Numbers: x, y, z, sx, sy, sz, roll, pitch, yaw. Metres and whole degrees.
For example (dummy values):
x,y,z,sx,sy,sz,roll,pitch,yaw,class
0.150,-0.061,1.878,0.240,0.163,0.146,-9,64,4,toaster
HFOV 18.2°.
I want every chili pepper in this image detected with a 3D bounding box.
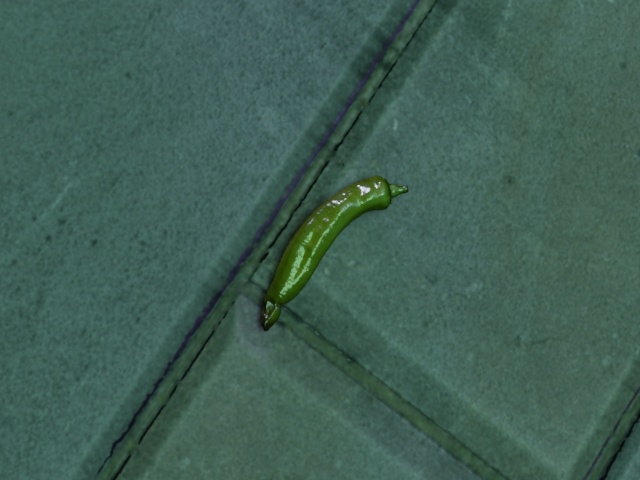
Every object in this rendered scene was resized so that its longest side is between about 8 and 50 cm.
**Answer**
x,y,z,sx,sy,sz,roll,pitch,yaw,class
-0.001,-0.001,1.988,0.208,0.043,0.049,-44,129,-14,chili pepper
